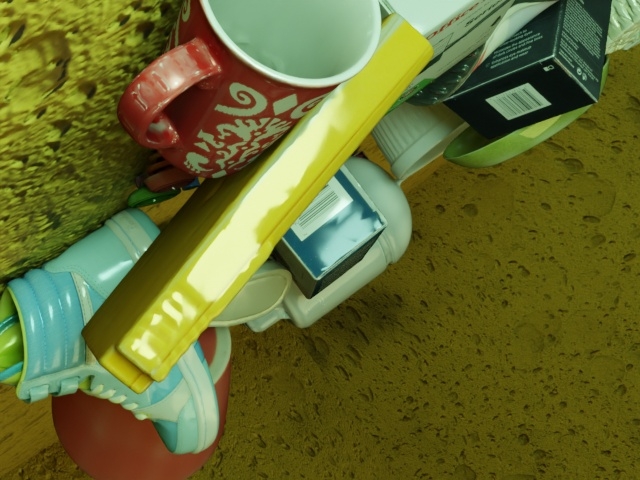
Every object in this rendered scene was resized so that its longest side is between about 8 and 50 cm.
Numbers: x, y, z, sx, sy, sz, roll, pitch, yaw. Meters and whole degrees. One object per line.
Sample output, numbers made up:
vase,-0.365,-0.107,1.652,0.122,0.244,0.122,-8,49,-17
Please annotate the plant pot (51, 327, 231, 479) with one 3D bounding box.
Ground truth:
plant pot,-0.247,0.192,1.313,0.275,0.275,0.243,-34,164,-32

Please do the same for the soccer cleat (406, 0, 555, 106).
soccer cleat,0.196,-0.272,0.957,0.318,0.108,0.116,-41,-167,31

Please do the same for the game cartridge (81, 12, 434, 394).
game cartridge,-0.069,-0.025,0.748,0.324,0.052,0.285,-53,-167,-11

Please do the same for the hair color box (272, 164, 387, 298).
hair color box,-0.024,-0.032,1.128,0.105,0.174,0.347,-38,176,-7

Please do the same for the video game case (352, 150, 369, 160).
video game case,-0.018,-0.063,1.671,0.232,0.042,0.210,-36,177,-10

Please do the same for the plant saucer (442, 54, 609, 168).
plant saucer,0.270,-0.159,1.177,0.241,0.037,0.241,-32,-169,7

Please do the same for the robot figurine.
robot figurine,0.000,0.000,1.451,0.353,0.200,0.300,-36,-171,-9

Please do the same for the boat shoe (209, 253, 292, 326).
boat shoe,-0.185,0.052,1.100,0.324,0.097,0.117,-8,134,-41

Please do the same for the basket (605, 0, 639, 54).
basket,0.345,-0.318,1.104,0.103,0.167,0.113,-28,171,-36

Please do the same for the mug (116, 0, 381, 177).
mug,-0.066,-0.112,0.576,0.150,0.113,0.169,-6,165,-27

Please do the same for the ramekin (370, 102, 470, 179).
ramekin,0.164,-0.192,1.337,0.207,0.109,0.207,-37,175,-4

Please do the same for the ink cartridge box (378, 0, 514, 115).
ink cartridge box,0.095,-0.208,0.802,0.153,0.087,0.208,-37,174,-9

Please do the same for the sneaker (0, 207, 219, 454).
sneaker,-0.232,0.136,0.950,0.208,0.319,0.127,-27,-144,-23

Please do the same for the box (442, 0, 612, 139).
box,0.238,-0.220,1.046,0.156,0.093,0.158,-16,-130,47

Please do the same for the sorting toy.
sorting toy,-0.143,-0.063,0.829,0.061,0.042,0.102,-15,176,-32
